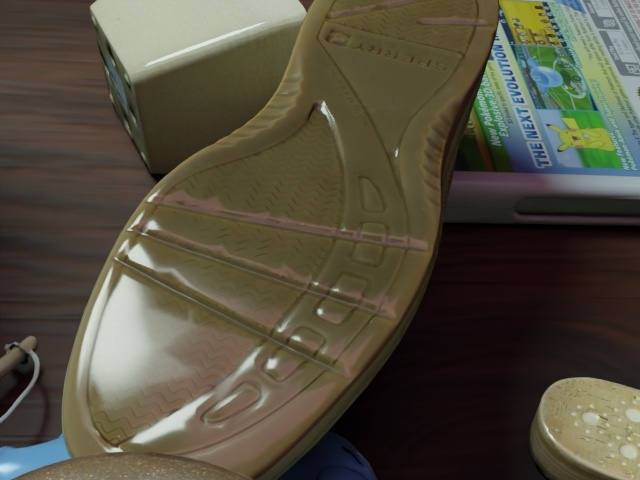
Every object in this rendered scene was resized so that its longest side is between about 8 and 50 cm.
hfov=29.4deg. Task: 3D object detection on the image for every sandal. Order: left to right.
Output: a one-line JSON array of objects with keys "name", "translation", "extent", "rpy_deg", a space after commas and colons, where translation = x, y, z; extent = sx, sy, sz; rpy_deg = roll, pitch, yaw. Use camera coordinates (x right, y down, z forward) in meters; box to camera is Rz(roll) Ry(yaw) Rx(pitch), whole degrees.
[{"name": "sandal", "translation": [0.220, 0.095, 0.547], "extent": [0.240, 0.079, 0.088], "rpy_deg": [13, 42, 2]}]

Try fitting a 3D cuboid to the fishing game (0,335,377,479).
[{"name": "fishing game", "translation": [-0.053, 0.128, 0.485], "extent": [0.264, 0.041, 0.189], "rpy_deg": [22, 36, 16]}]

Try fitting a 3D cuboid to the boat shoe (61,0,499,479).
[{"name": "boat shoe", "translation": [0.000, 0.000, 0.564], "extent": [0.121, 0.110, 0.341], "rpy_deg": [22, 51, 12]}]

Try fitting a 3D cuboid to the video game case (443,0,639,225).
[{"name": "video game case", "translation": [0.160, -0.128, 0.814], "extent": [0.299, 0.036, 0.329], "rpy_deg": [1, 43, -11]}]

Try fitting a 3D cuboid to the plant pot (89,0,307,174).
[{"name": "plant pot", "translation": [-0.069, -0.099, 0.687], "extent": [0.096, 0.109, 0.109], "rpy_deg": [-21, 50, -14]}]

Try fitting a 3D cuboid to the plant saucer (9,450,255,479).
[{"name": "plant saucer", "translation": [-0.069, 0.160, 0.382], "extent": [0.198, 0.036, 0.199], "rpy_deg": [-2, 67, 4]}]
